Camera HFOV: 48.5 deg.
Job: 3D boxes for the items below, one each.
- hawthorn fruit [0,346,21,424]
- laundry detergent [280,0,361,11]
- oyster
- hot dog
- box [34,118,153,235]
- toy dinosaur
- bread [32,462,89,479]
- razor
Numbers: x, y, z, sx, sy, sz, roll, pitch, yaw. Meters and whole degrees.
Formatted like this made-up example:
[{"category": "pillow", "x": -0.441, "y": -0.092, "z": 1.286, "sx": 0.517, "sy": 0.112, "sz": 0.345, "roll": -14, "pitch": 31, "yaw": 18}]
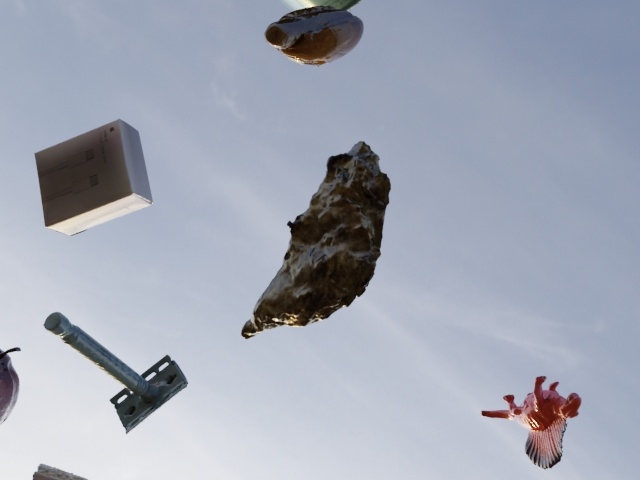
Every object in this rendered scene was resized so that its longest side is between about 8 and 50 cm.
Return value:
[{"category": "hawthorn fruit", "x": -0.566, "y": 0.236, "z": 1.168, "sx": 0.157, "sy": 0.157, "sz": 0.194, "roll": 44, "pitch": -83, "yaw": -8}, {"category": "laundry detergent", "x": -0.048, "y": -0.564, "z": 1.165, "sx": 0.287, "sy": 0.287, "sz": 0.305, "roll": -24, "pitch": -39, "yaw": 33}, {"category": "oyster", "x": 0.006, "y": 0.017, "z": 1.173, "sx": 0.111, "sy": 0.396, "sz": 0.204, "roll": 29, "pitch": -2, "yaw": -32}, {"category": "hot dog", "x": -0.011, "y": -0.257, "z": 0.878, "sx": 0.090, "sy": 0.140, "sz": 0.060, "roll": 51, "pitch": -29, "yaw": 40}, {"category": "box", "x": -0.549, "y": -0.149, "z": 1.718, "sx": 0.252, "sy": 0.106, "sz": 0.203, "roll": -18, "pitch": -108, "yaw": 12}, {"category": "toy dinosaur", "x": 0.365, "y": 0.328, "z": 1.224, "sx": 0.070, "sy": 0.138, "sz": 0.286, "roll": 2, "pitch": -27, "yaw": -17}, {"category": "bread", "x": -0.574, "y": 0.597, "z": 1.553, "sx": 0.169, "sy": 0.160, "sz": 0.140, "roll": 25, "pitch": -7, "yaw": -14}, {"category": "razor", "x": -0.270, "y": 0.158, "z": 0.901, "sx": 0.068, "sy": 0.106, "sz": 0.232, "roll": 46, "pitch": -8, "yaw": 38}]
